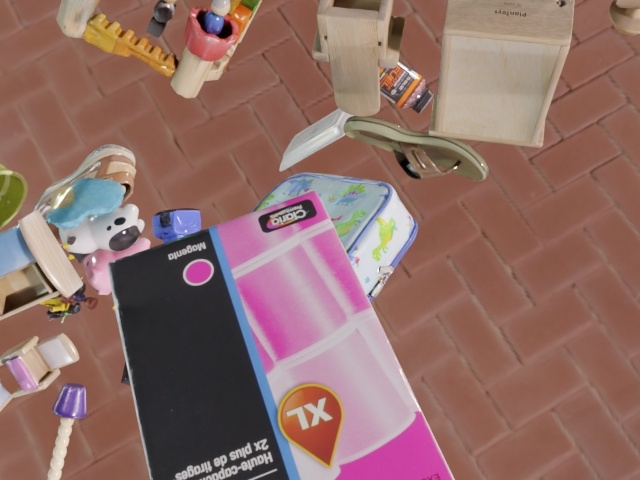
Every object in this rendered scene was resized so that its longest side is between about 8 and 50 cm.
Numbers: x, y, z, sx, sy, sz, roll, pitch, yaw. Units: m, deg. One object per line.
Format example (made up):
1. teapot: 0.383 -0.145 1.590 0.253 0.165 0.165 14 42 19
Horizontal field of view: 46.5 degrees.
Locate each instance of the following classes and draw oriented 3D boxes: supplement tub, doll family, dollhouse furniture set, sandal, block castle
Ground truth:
1. supplement tub: 0.212 -0.431 2.033 0.198 0.106 0.106 35 76 -2
2. doll family: -0.476 0.097 1.374 0.111 0.193 0.076 20 104 -3
3. dollhouse furniture set: -0.493 0.141 1.054 0.198 0.303 0.286 -22 106 19
4. sandal: 0.185 -0.167 1.489 0.303 0.120 0.086 17 77 9
5. block castle: -0.245 -0.497 1.345 0.303 0.213 0.453 28 44 -13
6. dollhouse furniture set: 0.174 -0.294 0.749 0.303 0.174 0.355 8 67 9

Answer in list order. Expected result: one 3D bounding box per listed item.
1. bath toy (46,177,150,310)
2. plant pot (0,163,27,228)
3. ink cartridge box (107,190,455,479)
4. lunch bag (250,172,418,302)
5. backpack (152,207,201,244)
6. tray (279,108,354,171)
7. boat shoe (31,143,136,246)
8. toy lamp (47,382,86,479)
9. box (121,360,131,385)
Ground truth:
1. bath toy: -0.399 0.042 1.430 0.151 0.348 0.129 4 50 17
2. plant pot: -0.892 -0.152 1.772 0.276 0.276 0.254 -40 79 -11
3. ink cartridge box: -0.022 0.135 0.491 0.176 0.069 0.371 -20 53 -6
4. lunch bag: 0.000 0.000 0.912 0.219 0.090 0.176 12 58 48
5. backpack: -0.388 -0.035 1.967 0.120 0.098 0.101 -4 84 43
6. tray: -0.008 -0.280 1.957 0.030 0.270 0.145 43 49 -21
7. boat shoe: -0.521 -0.072 1.622 0.324 0.123 0.116 -41 53 24
8. toy lamp: -0.589 0.462 1.691 0.080 0.080 0.274 15 89 8
9. box: -0.246 0.260 1.729 0.296 0.294 0.182 -23 49 36
